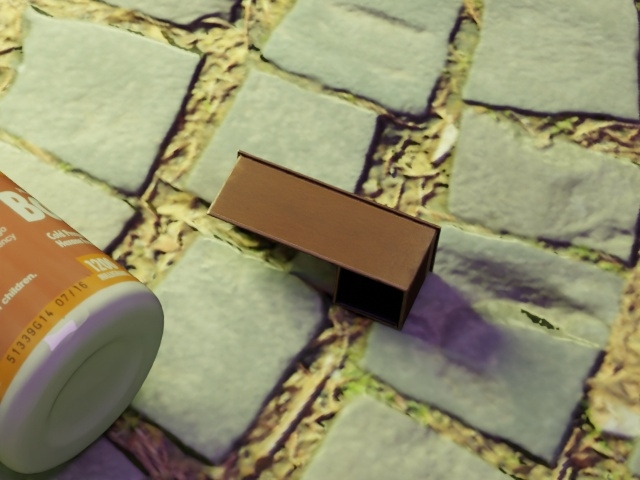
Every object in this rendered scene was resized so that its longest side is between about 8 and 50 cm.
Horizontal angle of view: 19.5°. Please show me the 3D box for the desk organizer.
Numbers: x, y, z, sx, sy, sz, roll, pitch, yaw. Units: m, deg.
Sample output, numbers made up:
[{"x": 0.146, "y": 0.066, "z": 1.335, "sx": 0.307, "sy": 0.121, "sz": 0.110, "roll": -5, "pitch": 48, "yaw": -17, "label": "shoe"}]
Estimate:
[{"x": 0.000, "y": 0.000, "z": 1.093, "sx": 0.130, "sy": 0.047, "sz": 0.050, "roll": 21, "pitch": 56, "yaw": 10, "label": "desk organizer"}]

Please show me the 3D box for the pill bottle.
[{"x": -0.199, "y": 0.018, "z": 1.010, "sx": 0.216, "sy": 0.121, "sz": 0.121, "roll": 37, "pitch": 58, "yaw": 19, "label": "pill bottle"}]
